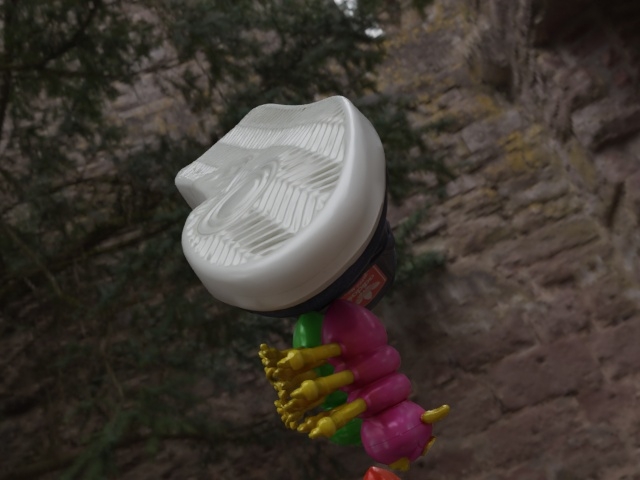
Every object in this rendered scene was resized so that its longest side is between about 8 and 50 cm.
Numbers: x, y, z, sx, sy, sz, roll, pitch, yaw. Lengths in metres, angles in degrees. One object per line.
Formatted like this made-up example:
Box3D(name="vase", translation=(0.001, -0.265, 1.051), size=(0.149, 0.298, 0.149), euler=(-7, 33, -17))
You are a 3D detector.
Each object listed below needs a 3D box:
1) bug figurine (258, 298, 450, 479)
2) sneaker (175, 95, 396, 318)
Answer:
Box3D(name="bug figurine", translation=(0.039, 0.135, 0.541), size=(0.072, 0.216, 0.279), euler=(-25, -4, -9))
Box3D(name="sneaker", translation=(0.000, 0.000, 0.620), size=(0.131, 0.350, 0.148), euler=(-40, -75, 1))
